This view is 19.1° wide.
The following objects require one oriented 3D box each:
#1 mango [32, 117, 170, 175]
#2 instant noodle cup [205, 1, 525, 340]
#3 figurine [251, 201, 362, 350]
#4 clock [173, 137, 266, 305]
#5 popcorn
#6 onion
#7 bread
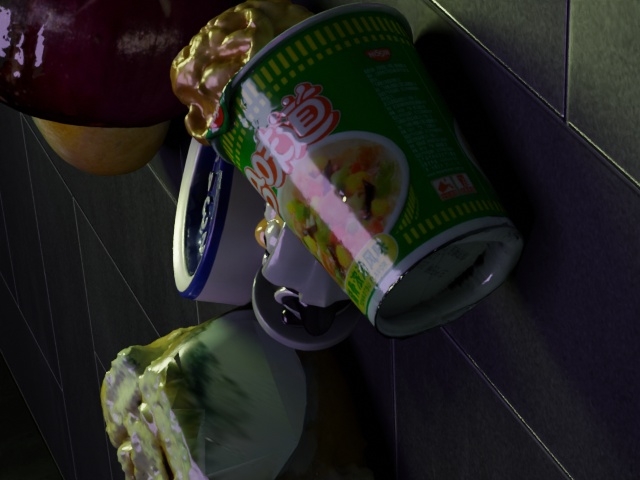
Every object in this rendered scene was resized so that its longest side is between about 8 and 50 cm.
[{"bbox_3d":[-0.282,-0.204,2.440,0.221,0.199,0.384,62,172,15],"label":"mango"},{"bbox_3d":[0.046,-0.047,1.597,0.232,0.207,0.207,57,156,26],"label":"instant noodle cup"},{"bbox_3d":[0.000,0.000,1.859,0.236,0.133,0.176,103,165,-67],"label":"figurine"},{"bbox_3d":[-0.098,-0.046,2.068,0.230,0.083,0.230,-171,90,-74],"label":"clock"},{"bbox_3d":[-0.057,-0.154,1.852,0.170,0.180,0.180,36,-153,-62],"label":"popcorn"},{"bbox_3d":[-0.245,-0.308,2.044,0.348,0.348,0.385,-134,47,-56],"label":"onion"},{"bbox_3d":[-0.070,0.256,2.097,0.264,0.239,0.395,108,140,-60],"label":"bread"}]
